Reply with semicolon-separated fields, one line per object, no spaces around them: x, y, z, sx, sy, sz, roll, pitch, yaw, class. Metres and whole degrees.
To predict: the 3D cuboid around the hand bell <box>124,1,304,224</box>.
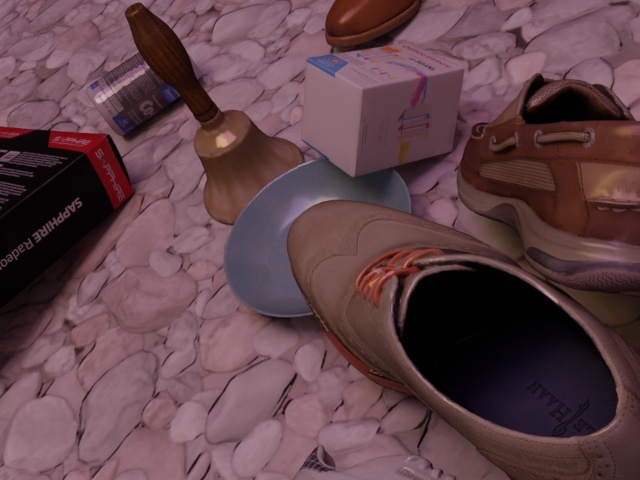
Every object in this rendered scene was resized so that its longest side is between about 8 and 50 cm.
-0.121;-0.140;0.788;0.126;0.242;0.126;-15;47;17;hand bell

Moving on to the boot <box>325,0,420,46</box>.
0.069;-0.387;0.907;0.283;0.220;0.109;-46;46;-13;boot

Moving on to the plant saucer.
0.000;0.000;0.748;0.194;0.037;0.195;-15;47;17;plant saucer

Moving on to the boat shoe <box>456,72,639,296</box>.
0.182;-0.062;0.571;0.123;0.117;0.324;1;17;-7;boat shoe

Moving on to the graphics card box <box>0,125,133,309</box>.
-0.420;0.005;0.879;0.232;0.094;0.371;9;42;33;graphics card box

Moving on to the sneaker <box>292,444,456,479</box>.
0.076;0.191;0.516;0.235;0.090;0.095;2;45;28;sneaker

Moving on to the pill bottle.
-0.230;-0.206;1.021;0.137;0.078;0.078;-35;45;-1;pill bottle

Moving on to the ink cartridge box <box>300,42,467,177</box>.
0.067;-0.133;0.758;0.143;0.090;0.092;-18;38;-30;ink cartridge box

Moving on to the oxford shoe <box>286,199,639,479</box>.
0.082;0.040;0.534;0.140;0.146;0.397;-48;40;-9;oxford shoe
